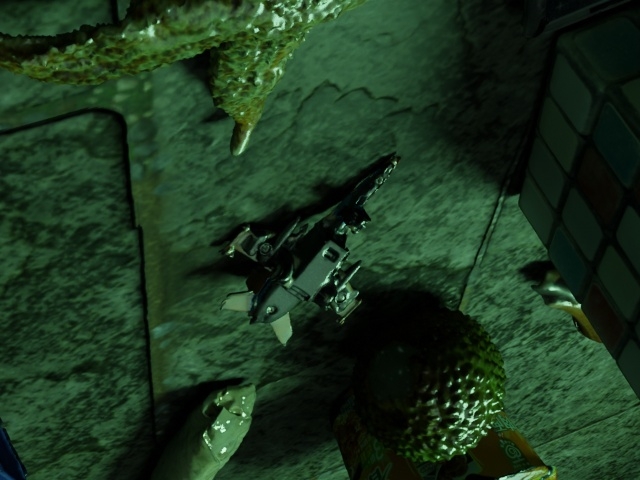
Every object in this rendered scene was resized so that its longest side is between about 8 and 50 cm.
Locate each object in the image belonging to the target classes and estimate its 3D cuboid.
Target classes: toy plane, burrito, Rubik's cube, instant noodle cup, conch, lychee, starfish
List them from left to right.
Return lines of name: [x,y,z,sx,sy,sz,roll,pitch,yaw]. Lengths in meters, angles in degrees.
burrito: [-0.144,0.241,1.263,0.082,0.059,0.275,-20,155,-46]
starfish: [-0.025,-0.171,0.665,0.347,0.078,0.358,9,135,-45]
toy plane: [0.003,0.006,0.992,0.135,0.062,0.188,35,114,-31]
instant noodle cup: [0.126,0.241,1.366,0.230,0.182,0.230,-21,152,-12]
lychee: [0.116,0.143,1.225,0.171,0.171,0.171,-21,152,-12]
conch: [0.318,0.071,1.359,0.086,0.080,0.232,-51,150,4]
Rubik's cube: [0.342,-0.047,0.999,0.256,0.253,0.259,-21,150,-14]

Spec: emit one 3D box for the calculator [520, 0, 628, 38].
calculator: [0.266,-0.236,0.851,0.274,0.028,0.166,-23,152,-10]

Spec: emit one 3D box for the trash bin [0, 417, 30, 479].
trash bin: [-0.351,0.182,0.884,0.234,0.162,0.184,-30,153,-7]
